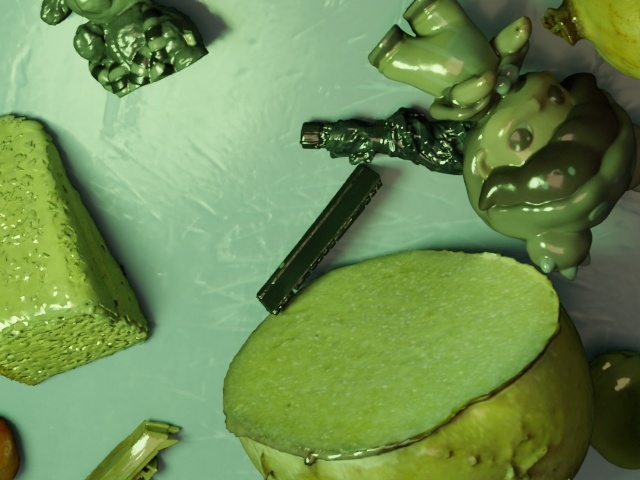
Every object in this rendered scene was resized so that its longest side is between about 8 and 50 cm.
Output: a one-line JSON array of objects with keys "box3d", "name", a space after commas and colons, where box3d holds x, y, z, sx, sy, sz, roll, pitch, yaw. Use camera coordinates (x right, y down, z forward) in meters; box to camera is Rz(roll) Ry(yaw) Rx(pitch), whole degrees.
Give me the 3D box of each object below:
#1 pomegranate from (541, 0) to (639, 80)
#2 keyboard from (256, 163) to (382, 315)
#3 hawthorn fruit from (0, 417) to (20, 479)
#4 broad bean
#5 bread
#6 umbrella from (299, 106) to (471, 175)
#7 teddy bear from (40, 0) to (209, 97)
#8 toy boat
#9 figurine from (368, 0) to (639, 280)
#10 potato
[{"box3d": [0.417, -0.326, 1.622, 0.307, 0.307, 0.307, 2, 106, 6], "name": "pomegranate"}, {"box3d": [0.001, 0.001, 1.846, 0.023, 0.072, 0.231, 38, 91, -27], "name": "keyboard"}, {"box3d": [-0.499, 0.309, 2.001, 0.125, 0.140, 0.125, 5, 98, 38], "name": "hawthorn fruit"}, {"box3d": [0.409, 0.228, 1.884, 0.124, 0.082, 0.174, -12, 103, 8], "name": "broad bean"}, {"box3d": [-0.406, 0.025, 1.935, 0.248, 0.279, 0.315, -20, 60, 11], "name": "bread"}, {"box3d": [0.083, -0.135, 1.828, 0.224, 0.071, 0.080, 5, 81, 10], "name": "umbrella"}, {"box3d": [-0.275, -0.289, 1.788, 0.171, 0.144, 0.251, -37, 96, 30], "name": "teddy bear"}, {"box3d": [-0.277, 0.338, 2.012, 0.072, 0.064, 0.206, 40, 107, -21], "name": "toy boat"}, {"box3d": [0.231, -0.143, 1.723, 0.380, 0.203, 0.248, 43, 66, -9], "name": "figurine"}, {"box3d": [0.134, 0.240, 1.768, 0.442, 0.385, 0.319, -4, 127, 36], "name": "potato"}]
